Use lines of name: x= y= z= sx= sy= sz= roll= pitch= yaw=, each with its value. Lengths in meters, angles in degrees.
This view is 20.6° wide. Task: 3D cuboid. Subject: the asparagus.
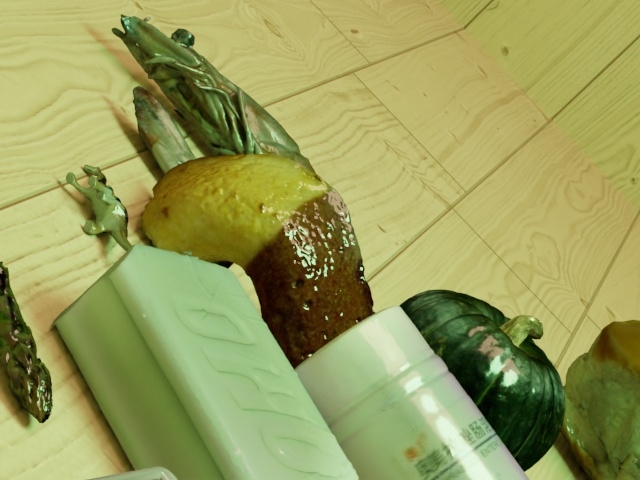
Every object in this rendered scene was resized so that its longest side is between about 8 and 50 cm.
asparagus: x=-0.231 y=0.073 z=1.316 sx=0.036 sy=0.030 sz=0.165 roll=38 pitch=18 yaw=-50

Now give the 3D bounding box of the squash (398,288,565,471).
squash: x=0.144 y=0.143 z=1.747 sx=0.218 sy=0.172 sz=0.218 roll=15 pitch=8 yaw=-2

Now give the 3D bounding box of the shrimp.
shrimp: x=-0.114 y=-0.103 z=1.874 sx=0.360 sy=0.085 sz=0.247 roll=52 pitch=26 yaw=8

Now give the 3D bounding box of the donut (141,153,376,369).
donut: x=-0.041 y=0.025 z=1.650 sx=0.295 sy=0.151 sz=0.112 roll=48 pitch=29 yaw=4

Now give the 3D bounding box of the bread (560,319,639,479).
bread: x=0.424 y=0.235 z=2.068 sx=0.279 sy=0.225 sz=0.250 roll=22 pitch=29 yaw=-42

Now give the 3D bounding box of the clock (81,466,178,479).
clock: x=-0.128 y=0.231 z=1.157 sx=0.150 sy=0.063 sz=0.197 roll=51 pitch=19 yaw=18

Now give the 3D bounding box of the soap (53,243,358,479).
soap: x=-0.079 y=0.144 z=1.391 sx=0.173 sy=0.095 sz=0.289 roll=17 pitch=34 yaw=-54

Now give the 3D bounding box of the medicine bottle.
medicine bottle: x=0.082 y=0.197 z=1.507 sx=0.254 sy=0.152 sz=0.152 roll=54 pitch=20 yaw=9

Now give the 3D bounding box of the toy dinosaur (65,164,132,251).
toy dinosaur: x=-0.196 y=-0.028 z=1.590 sx=0.058 sy=0.037 sz=0.180 roll=24 pitch=27 yaw=-38
